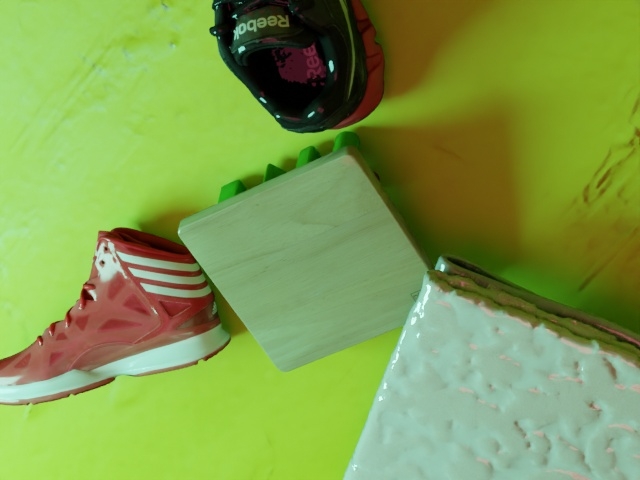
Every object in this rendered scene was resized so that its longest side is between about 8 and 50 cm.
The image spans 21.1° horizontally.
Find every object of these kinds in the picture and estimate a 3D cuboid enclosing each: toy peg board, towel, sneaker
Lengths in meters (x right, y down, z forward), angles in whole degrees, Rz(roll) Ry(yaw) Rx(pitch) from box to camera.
[{"bbox_3d":[0.000,0.000,1.377,0.161,0.079,0.160,-23,119,22],"label":"toy peg board"},{"bbox_3d":[0.192,0.192,1.377,0.332,0.053,0.317,22,126,6],"label":"towel"},{"bbox_3d":[-0.194,0.057,1.450,0.221,0.087,0.128,-14,99,8],"label":"sneaker"},{"bbox_3d":[-0.035,-0.199,1.262,0.098,0.135,0.276,-14,106,22],"label":"sneaker"}]
